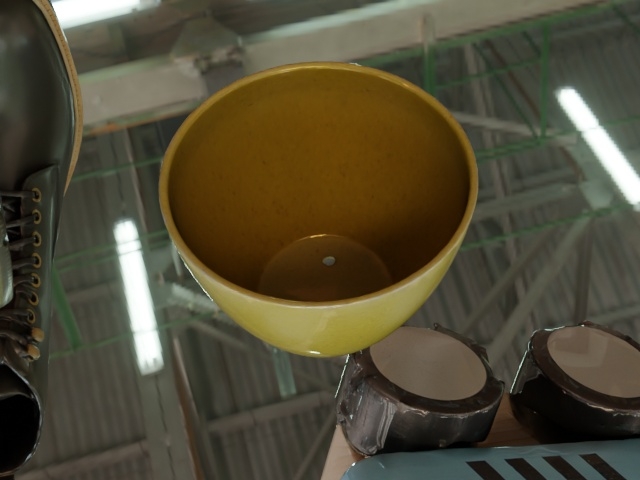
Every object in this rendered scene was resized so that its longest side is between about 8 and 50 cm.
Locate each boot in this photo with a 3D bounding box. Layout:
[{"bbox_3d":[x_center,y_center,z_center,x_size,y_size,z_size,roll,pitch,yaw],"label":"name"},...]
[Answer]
[{"bbox_3d":[-0.136,-0.002,0.473,0.076,0.198,0.137,-3,-147,-17],"label":"boot"}]

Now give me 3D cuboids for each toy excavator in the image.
[{"bbox_3d":[0.097,0.261,0.628,0.433,0.222,0.445,1,-148,-23],"label":"toy excavator"}]

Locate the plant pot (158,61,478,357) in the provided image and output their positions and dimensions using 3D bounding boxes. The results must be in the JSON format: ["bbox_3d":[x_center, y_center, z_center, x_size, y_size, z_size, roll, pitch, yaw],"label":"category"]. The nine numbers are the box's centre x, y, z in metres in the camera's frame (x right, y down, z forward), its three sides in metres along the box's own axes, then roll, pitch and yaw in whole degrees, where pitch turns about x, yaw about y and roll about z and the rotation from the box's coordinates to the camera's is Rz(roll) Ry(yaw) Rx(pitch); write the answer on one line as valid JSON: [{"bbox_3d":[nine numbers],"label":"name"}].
[{"bbox_3d":[0.000,0.000,0.493,0.134,0.095,0.134,-1,-127,1],"label":"plant pot"}]

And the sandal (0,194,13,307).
[{"bbox_3d":[-0.129,-0.069,0.273,0.086,0.303,0.120,-5,-126,-15],"label":"sandal"}]
